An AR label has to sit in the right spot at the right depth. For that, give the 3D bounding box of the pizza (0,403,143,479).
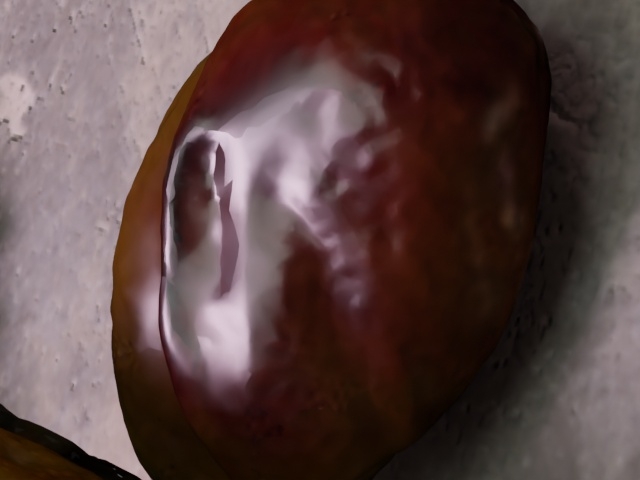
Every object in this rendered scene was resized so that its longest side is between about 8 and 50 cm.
[{"bbox_3d":[-0.122,0.177,0.592,0.440,0.406,0.130,28,110,23],"label":"pizza"}]

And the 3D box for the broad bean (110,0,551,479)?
[{"bbox_3d":[0.003,0.001,0.753,0.156,0.122,0.228,28,107,20],"label":"broad bean"}]
